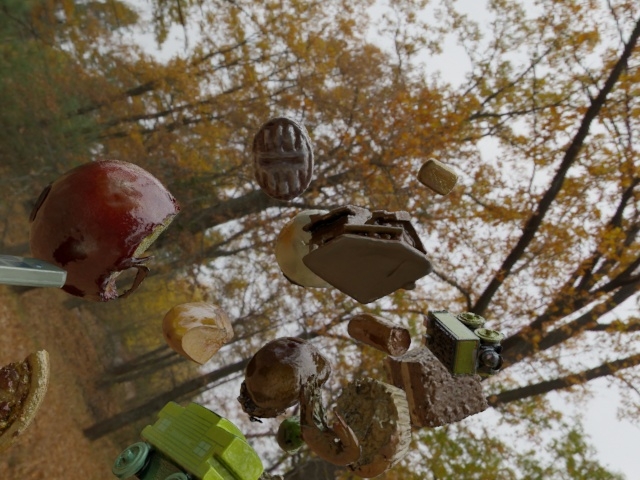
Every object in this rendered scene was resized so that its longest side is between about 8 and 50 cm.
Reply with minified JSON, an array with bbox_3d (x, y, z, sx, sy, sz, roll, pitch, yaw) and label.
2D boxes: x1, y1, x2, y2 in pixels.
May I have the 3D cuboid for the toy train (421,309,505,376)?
[{"bbox_3d":[0.411,0.296,1.615,0.261,0.178,0.133,-132,-136,-71],"label":"toy train"}]

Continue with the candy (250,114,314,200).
[{"bbox_3d":[-0.128,-0.288,1.943,0.157,0.215,0.289,-84,172,-70],"label":"candy"}]

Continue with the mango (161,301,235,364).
[{"bbox_3d":[-0.397,0.294,1.791,0.350,0.199,0.201,34,57,-73],"label":"mango"}]

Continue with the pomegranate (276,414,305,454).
[{"bbox_3d":[-0.099,0.727,2.121,0.122,0.143,0.169,44,-29,8],"label":"pomegranate"}]

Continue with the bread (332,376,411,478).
[{"bbox_3d":[0.151,0.524,1.574,0.274,0.149,0.273,-30,-128,48],"label":"bread"}]

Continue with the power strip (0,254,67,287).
[{"bbox_3d":[-0.662,0.059,1.158,0.118,0.271,0.046,14,-90,34],"label":"power strip"}]

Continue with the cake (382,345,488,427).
[{"bbox_3d":[0.407,0.511,2.034,0.290,0.282,0.255,175,-95,-69],"label":"cake"}]

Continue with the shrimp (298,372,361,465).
[{"bbox_3d":[0.008,0.385,1.184,0.150,0.068,0.248,-1,-58,35],"label":"shrimp"}]

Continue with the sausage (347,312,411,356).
[{"bbox_3d":[0.162,0.278,1.701,0.271,0.109,0.108,5,-68,65],"label":"sausage"}]

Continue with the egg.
[{"bbox_3d":[0.000,0.000,2.007,0.337,0.337,0.201,55,-28,31],"label":"egg"}]

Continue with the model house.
[{"bbox_3d":[0.093,-0.002,1.182,0.219,0.200,0.229,45,20,-27],"label":"model house"}]

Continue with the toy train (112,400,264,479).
[{"bbox_3d":[-0.328,0.553,1.392,0.442,0.272,0.179,1,-49,51],"label":"toy train"}]

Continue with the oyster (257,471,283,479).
[{"bbox_3d":[-0.306,0.771,1.787,0.221,0.361,0.096,57,18,-45],"label":"oyster"}]

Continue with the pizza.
[{"bbox_3d":[-1.031,0.524,1.809,0.278,0.408,0.114,26,-23,24],"label":"pizza"}]

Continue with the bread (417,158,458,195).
[{"bbox_3d":[0.327,-0.180,1.580,0.082,0.115,0.056,-62,-166,15],"label":"bread"}]

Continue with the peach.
[{"bbox_3d":[-0.563,-0.029,1.427,0.310,0.334,0.406,37,-40,-17],"label":"peach"}]

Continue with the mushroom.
[{"bbox_3d":[-0.118,0.396,1.626,0.195,0.283,0.263,54,-15,-20],"label":"mushroom"}]
